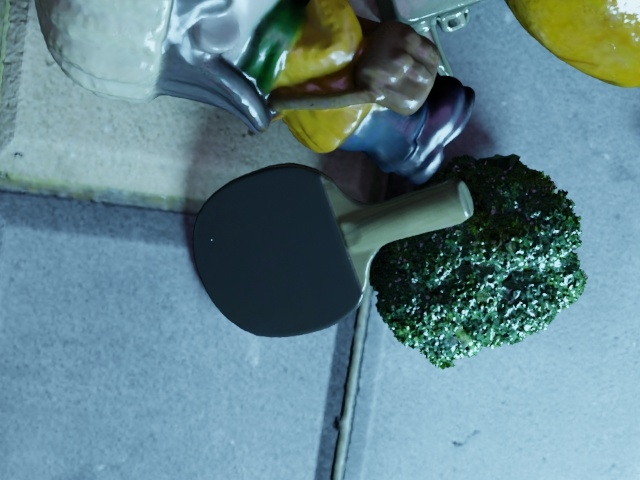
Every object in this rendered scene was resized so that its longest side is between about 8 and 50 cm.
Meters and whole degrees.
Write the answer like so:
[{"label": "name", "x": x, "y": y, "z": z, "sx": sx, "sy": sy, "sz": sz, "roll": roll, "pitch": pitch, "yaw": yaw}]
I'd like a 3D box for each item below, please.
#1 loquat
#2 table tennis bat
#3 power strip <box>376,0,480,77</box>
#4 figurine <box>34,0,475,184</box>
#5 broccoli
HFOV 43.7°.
[{"label": "loquat", "x": 0.236, "y": -0.224, "z": 0.631, "sx": 0.234, "sy": 0.176, "sz": 0.187, "roll": 36, "pitch": 89, "yaw": -24}, {"label": "table tennis bat", "x": 0.000, "y": 0.000, "z": 0.620, "sx": 0.246, "sy": 0.022, "sz": 0.138, "roll": -17, "pitch": 96, "yaw": 30}, {"label": "power strip", "x": 0.073, "y": -0.274, "z": 0.657, "sx": 0.093, "sy": 0.053, "sz": 0.288, "roll": -20, "pitch": 99, "yaw": -8}, {"label": "figurine", "x": -0.057, "y": -0.142, "z": 0.589, "sx": 0.204, "sy": 0.185, "sz": 0.332, "roll": -46, "pitch": 111, "yaw": 4}, {"label": "broccoli", "x": 0.125, "y": 0.012, "z": 0.659, "sx": 0.195, "sy": 0.156, "sz": 0.195, "roll": -7, "pitch": 71, "yaw": 19}]
